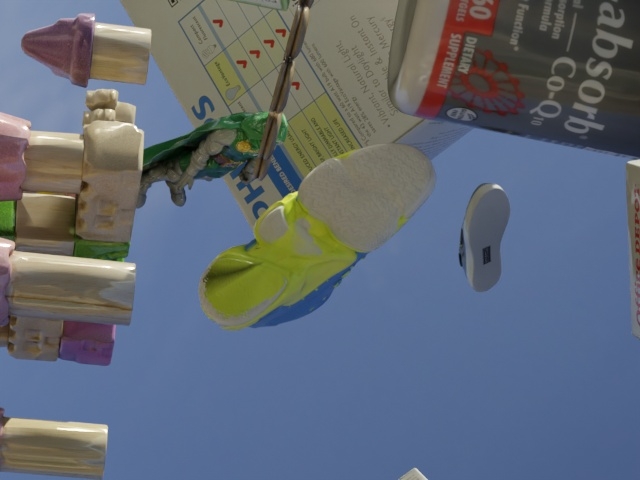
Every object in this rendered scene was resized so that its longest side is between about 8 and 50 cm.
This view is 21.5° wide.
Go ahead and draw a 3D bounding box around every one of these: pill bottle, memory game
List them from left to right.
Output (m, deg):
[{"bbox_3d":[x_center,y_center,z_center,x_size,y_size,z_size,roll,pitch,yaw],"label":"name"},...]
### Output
[{"bbox_3d":[-0.021,-0.130,1.201,0.186,0.012,0.186,-165,-90,-87],"label":"memory game"},{"bbox_3d":[0.255,-0.183,1.503,0.210,0.363,0.210,-170,-90,-86],"label":"pill bottle"}]

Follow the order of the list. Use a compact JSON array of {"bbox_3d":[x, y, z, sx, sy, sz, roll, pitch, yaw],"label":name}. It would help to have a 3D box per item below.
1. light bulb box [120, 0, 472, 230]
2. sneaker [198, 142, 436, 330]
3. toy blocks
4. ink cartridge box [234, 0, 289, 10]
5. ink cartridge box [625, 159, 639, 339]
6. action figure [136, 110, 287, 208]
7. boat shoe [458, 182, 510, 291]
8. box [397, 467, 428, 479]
[{"bbox_3d":[0.025,-0.249,1.862,0.361,0.225,0.358,-36,-101,30],"label":"light bulb box"},{"bbox_3d":[0.000,0.000,1.521,0.240,0.126,0.091,-31,-105,1],"label":"sneaker"},{"bbox_3d":[-0.269,-0.012,1.226,0.288,0.260,0.309,107,-14,-53],"label":"toy blocks"},{"bbox_3d":[-0.124,-0.325,1.626,0.235,0.056,0.171,12,-107,7],"label":"ink cartridge box"},{"bbox_3d":[0.286,0.017,1.065,0.176,0.127,0.128,-141,-135,-71],"label":"ink cartridge box"},{"bbox_3d":[-0.100,-0.080,1.595,0.232,0.137,0.063,-23,-104,54],"label":"action figure"},{"bbox_3d":[0.160,-0.008,1.713,0.040,0.049,0.142,55,-24,41],"label":"boat shoe"},{"bbox_3d":[0.094,0.305,1.670,0.102,0.101,0.087,-36,-138,-13],"label":"box"}]
